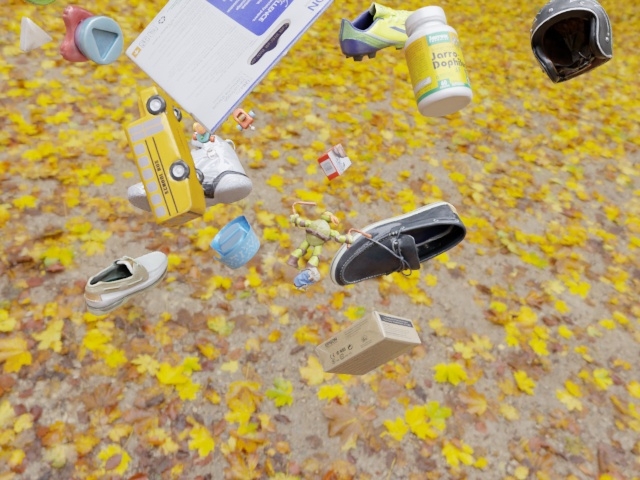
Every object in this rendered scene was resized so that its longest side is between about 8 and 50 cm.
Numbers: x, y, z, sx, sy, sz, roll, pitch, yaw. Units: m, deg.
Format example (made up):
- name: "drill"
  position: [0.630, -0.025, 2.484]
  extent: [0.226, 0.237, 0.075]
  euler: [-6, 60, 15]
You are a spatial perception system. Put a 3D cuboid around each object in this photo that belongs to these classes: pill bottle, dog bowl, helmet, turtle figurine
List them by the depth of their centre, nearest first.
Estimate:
- name: "helmet"
  position: [0.527, -0.433, 1.135]
  extent: [0.170, 0.169, 0.161]
  euler: [-20, 89, -36]
- name: "pill bottle"
  position: [0.244, -0.381, 1.144]
  extent: [0.118, 0.118, 0.208]
  euler: [-7, 80, -24]
- name: "turtle figurine"
  position: [0.000, 0.000, 1.630]
  extent: [0.270, 0.087, 0.217]
  euler: [24, 82, 12]
- name: "dog bowl"
  position: [-0.296, 0.009, 1.889]
  extent: [0.166, 0.074, 0.297]
  euler: [-42, 23, -1]

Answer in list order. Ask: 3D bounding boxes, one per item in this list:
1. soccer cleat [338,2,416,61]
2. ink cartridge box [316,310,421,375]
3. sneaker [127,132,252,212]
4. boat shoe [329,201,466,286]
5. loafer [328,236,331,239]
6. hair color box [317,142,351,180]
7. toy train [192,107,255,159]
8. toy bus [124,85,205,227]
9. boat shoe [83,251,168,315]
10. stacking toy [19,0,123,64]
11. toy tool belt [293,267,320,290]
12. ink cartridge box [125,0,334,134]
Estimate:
- name: "soccer cleat"
  position: [0.174, -0.549, 1.365]
  extent: [0.289, 0.121, 0.093]
  euler: [-26, 38, -21]
- name: "ink cartridge box"
  position: [0.139, 0.304, 1.554]
  extent: [0.193, 0.235, 0.088]
  euler: [20, 43, -48]
- name: "sneaker"
  position: [-0.402, -0.208, 1.615]
  extent: [0.366, 0.137, 0.210]
  euler: [-9, 69, -23]
- name: "boat shoe"
  position: [0.263, 0.025, 1.796]
  extent: [0.501, 0.186, 0.156]
  euler: [-24, 37, -9]
- name: "loafer"
  position: [-0.004, -0.025, 1.835]
  extent: [0.062, 0.061, 0.170]
  euler: [-10, 5, -15]
- name: "hair color box"
  position: [0.053, -0.292, 1.981]
  extent: [0.093, 0.053, 0.167]
  euler: [59, 25, -12]
- name: "toy train"
  position: [-0.254, -0.294, 1.373]
  extent: [0.125, 0.166, 0.046]
  euler: [48, 5, 5]
- name: "toy bus"
  position: [-0.392, -0.209, 1.354]
  extent: [0.130, 0.108, 0.332]
  euler: [-22, 84, 8]
- name: "boat shoe"
  position: [-0.573, 0.104, 1.613]
  extent: [0.113, 0.103, 0.302]
  euler: [18, 35, 20]
- name: "stacking toy"
  position: [-0.643, -0.615, 1.416]
  extent: [0.131, 0.308, 0.280]
  euler: [24, 30, 26]
- name: "toy tool belt"
  position: [-0.044, 0.102, 1.360]
  extent: [0.052, 0.083, 0.051]
  euler: [59, 29, -2]
- name: "ink cartridge box"
  position: [-0.128, -0.329, 0.832]
  extent: [0.307, 0.303, 0.072]
  euler: [44, 2, 32]
